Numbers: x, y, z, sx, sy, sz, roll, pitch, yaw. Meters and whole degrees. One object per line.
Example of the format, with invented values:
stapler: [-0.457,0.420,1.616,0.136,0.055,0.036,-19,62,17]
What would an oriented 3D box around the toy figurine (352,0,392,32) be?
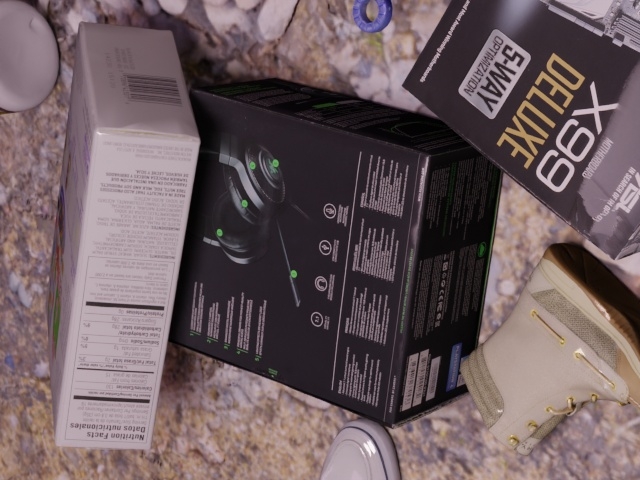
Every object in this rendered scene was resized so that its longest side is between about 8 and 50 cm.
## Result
toy figurine: [0.013,-0.284,1.420,0.362,0.191,0.217,15,114,35]

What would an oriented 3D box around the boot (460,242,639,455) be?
boot: [0.223,0.129,1.406,0.213,0.077,0.165,50,123,24]

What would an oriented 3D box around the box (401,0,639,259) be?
box: [0.237,-0.177,1.335,0.242,0.076,0.307,43,120,22]

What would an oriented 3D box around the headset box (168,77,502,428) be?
headset box: [0.000,0.000,1.510,0.283,0.131,0.246,17,109,33]

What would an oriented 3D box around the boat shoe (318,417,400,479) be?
boat shoe: [0.020,0.282,1.584,0.083,0.076,0.226,16,108,33]

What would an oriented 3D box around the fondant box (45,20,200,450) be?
fondant box: [-0.192,-0.006,1.568,0.238,0.096,0.330,-109,28,-58]

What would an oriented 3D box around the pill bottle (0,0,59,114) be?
pill bottle: [-0.386,-0.184,1.767,0.215,0.117,0.117,-3,97,37]
